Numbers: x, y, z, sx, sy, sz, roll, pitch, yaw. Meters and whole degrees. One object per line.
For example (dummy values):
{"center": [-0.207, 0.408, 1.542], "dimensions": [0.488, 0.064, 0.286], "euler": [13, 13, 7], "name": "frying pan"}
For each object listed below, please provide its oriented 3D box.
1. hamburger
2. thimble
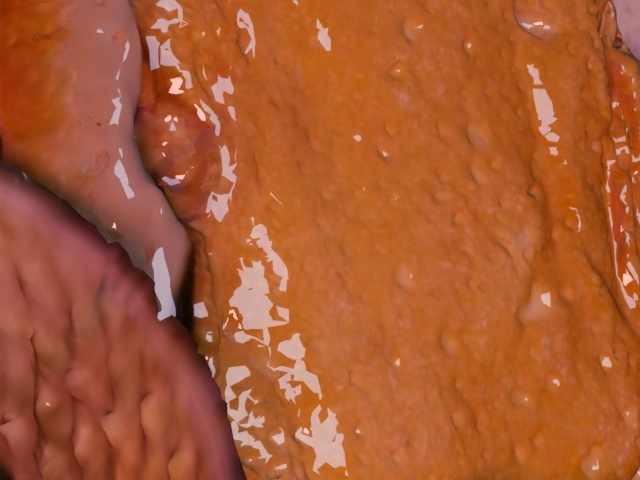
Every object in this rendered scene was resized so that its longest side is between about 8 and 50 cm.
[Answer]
{"center": [0.000, 0.000, 0.677], "dimensions": [0.318, 0.158, 0.318], "euler": [21, 56, -34], "name": "hamburger"}
{"center": [-0.164, 0.087, 0.475], "dimensions": [0.271, 0.150, 0.271], "euler": [15, 37, -12], "name": "thimble"}
